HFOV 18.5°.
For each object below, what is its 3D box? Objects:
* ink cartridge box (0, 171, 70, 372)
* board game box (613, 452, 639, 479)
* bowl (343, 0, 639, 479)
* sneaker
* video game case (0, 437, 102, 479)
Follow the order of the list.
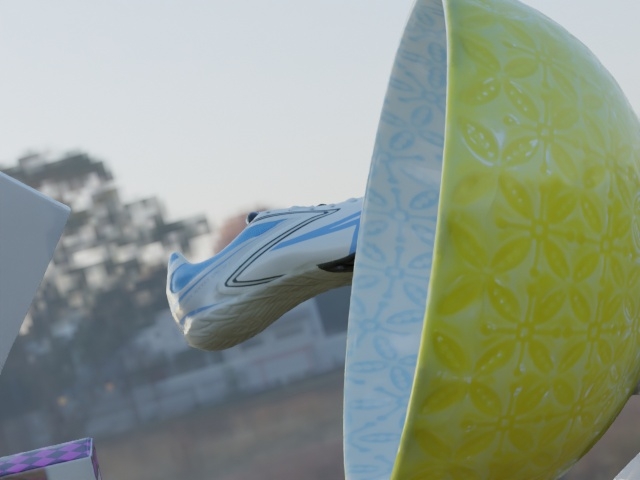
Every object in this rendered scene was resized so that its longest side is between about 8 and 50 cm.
[{"bbox_3d":[-0.353,-0.001,1.323,0.198,0.197,0.270,17,-9,42],"label":"ink cartridge box"},{"bbox_3d":[0.406,0.213,1.638,0.305,0.193,0.053,-21,-25,-41],"label":"board game box"},{"bbox_3d":[0.111,0.016,1.023,0.156,0.289,0.289,8,-10,-7],"label":"bowl"},{"bbox_3d":[0.000,0.000,1.403,0.237,0.086,0.085,-23,-23,0],"label":"sneaker"},{"bbox_3d":[-0.249,0.262,1.378,0.232,0.210,0.042,-12,18,-3],"label":"video game case"}]
